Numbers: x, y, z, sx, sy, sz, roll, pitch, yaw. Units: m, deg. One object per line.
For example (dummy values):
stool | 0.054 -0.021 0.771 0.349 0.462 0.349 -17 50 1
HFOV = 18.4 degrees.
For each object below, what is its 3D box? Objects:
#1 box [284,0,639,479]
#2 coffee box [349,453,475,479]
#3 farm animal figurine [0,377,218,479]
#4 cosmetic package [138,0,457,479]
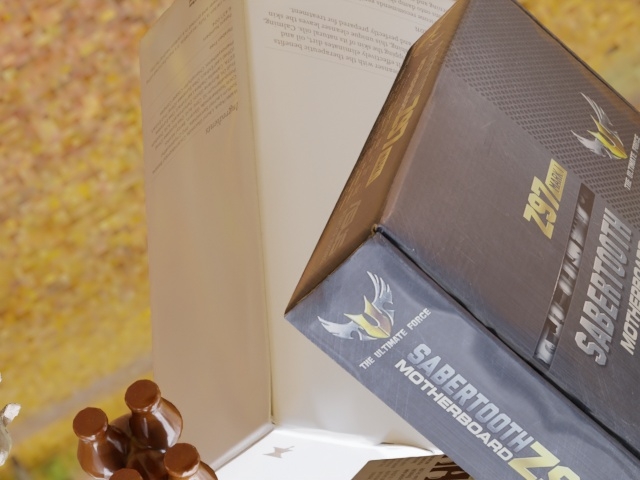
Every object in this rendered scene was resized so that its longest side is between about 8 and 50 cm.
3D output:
box | 0.095 0.012 0.789 0.059 0.183 0.233 -44 -170 31
coffee box | 0.139 0.172 0.942 0.246 0.141 0.098 -7 -174 16
farm animal figurine | -0.206 0.217 1.060 0.330 0.326 0.172 -52 152 -25
cosmetic package | 0.000 0.000 1.317 0.197 0.365 0.155 15 146 -30
